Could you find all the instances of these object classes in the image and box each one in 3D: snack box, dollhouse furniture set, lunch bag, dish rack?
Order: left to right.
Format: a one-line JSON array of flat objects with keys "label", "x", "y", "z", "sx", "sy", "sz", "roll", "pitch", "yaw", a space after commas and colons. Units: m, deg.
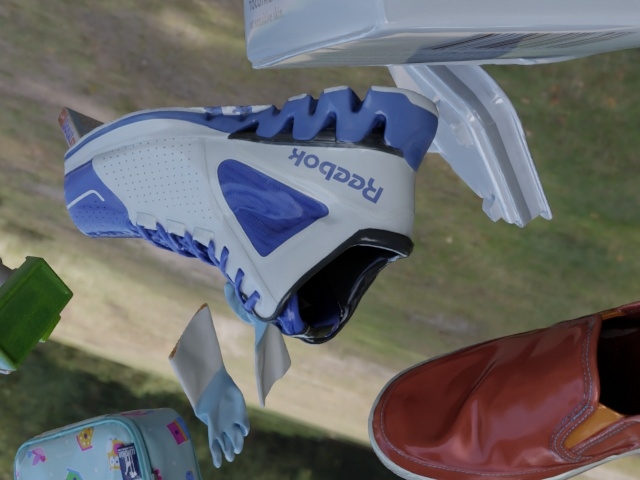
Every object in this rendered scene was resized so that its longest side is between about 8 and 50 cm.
[{"label": "dollhouse furniture set", "x": -0.215, "y": 0.040, "z": 0.737, "sx": 0.152, "sy": 0.058, "sz": 0.076, "roll": 5, "pitch": 138, "yaw": 44}, {"label": "snack box", "x": -0.244, "y": -0.106, "z": 1.320, "sx": 0.064, "sy": 0.022, "sz": 0.178, "roll": 22, "pitch": -169, "yaw": -24}, {"label": "lunch bag", "x": -0.265, "y": 0.336, "z": 1.531, "sx": 0.279, "sy": 0.224, "sz": 0.108, "roll": -19, "pitch": 168, "yaw": 40}, {"label": "dish rack", "x": 0.173, "y": -0.160, "z": 1.595, "sx": 0.285, "sy": 0.072, "sz": 0.333, "roll": 49, "pitch": 178, "yaw": 34}]

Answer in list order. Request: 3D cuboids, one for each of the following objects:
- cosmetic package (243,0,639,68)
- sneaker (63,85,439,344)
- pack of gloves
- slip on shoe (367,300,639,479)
[{"label": "cosmetic package", "x": 0.127, "y": -0.353, "z": 1.010, "sx": 0.329, "sy": 0.393, "sz": 0.327, "roll": -3, "pitch": -176, "yaw": -19}, {"label": "sneaker", "x": -0.060, "y": -0.007, "z": 0.952, "sx": 0.315, "sy": 0.182, "sz": 0.127, "roll": -8, "pitch": 161, "yaw": 22}, {"label": "pack of gloves", "x": -0.082, "y": 0.139, "z": 1.393, "sx": 0.046, "sy": 0.195, "sz": 0.232, "roll": 10, "pitch": 139, "yaw": 23}, {"label": "slip on shoe", "x": 0.178, "y": 0.093, "z": 0.807, "sx": 0.331, "sy": 0.123, "sz": 0.101, "roll": -12, "pitch": 143, "yaw": 27}]
